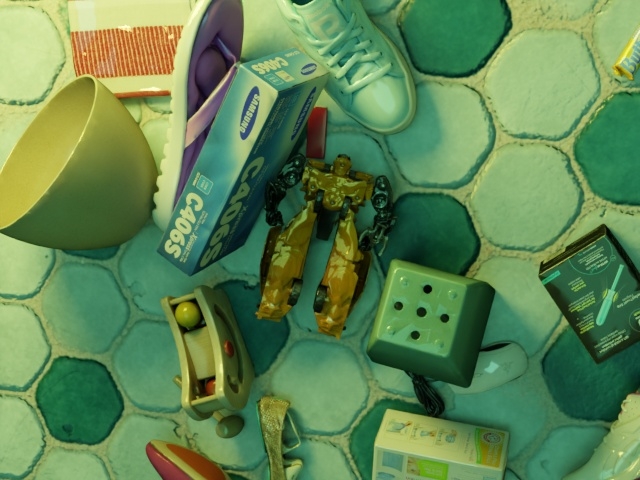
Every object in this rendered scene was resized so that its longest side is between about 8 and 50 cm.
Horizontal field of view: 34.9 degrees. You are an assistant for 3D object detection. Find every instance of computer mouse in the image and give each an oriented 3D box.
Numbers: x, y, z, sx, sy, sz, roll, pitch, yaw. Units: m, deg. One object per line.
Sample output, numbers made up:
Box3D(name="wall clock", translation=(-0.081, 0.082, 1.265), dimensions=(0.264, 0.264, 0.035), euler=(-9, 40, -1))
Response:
Box3D(name="computer mouse", translation=(0.234, 0.212, 1.622), dimensions=(0.193, 0.042, 0.106), euler=(-20, 93, 17))

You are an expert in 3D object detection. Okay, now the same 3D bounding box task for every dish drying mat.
Box3D(name="dish drying mat", translation=(-0.006, -0.173, 1.632), dimensions=(0.032, 0.008, 0.083), euler=(7, 103, 14))

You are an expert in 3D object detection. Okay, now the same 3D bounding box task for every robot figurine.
Box3D(name="robot figurine", translation=(0.000, 0.000, 1.611), dimensions=(0.211, 0.085, 0.291), euler=(15, 104, -2))

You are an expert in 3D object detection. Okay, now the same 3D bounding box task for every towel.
Box3D(name="towel", translation=(-0.307, -0.397, 1.656), dimensions=(0.237, 0.037, 0.329), euler=(0, 100, 16))

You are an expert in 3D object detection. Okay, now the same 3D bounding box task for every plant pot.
Box3D(name="plant pot", translation=(0.159, 0.117, 1.502), dimensions=(0.166, 0.234, 0.165), euler=(15, 84, 11))
Box3D(name="plant pot", translation=(-0.370, -0.094, 1.630), dimensions=(0.191, 0.284, 0.284), euler=(35, 111, -31))

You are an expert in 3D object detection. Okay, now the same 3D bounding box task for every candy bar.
Box3D(name="candy bar", translation=(0.478, -0.307, 1.475), dimensions=(0.040, 0.018, 0.161), euler=(31, 105, 8))

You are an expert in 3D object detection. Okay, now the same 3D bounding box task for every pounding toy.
Box3D(name="pounding toy", translation=(-0.209, 0.218, 1.681), dimensions=(0.155, 0.154, 0.269), euler=(-18, 95, 17))

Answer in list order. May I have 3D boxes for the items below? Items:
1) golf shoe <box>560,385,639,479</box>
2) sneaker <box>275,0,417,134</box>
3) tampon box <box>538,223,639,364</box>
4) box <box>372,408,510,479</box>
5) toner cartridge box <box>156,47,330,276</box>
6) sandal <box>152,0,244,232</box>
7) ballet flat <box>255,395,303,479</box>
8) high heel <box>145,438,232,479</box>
Box3D(name="golf shoe", translation=(0.489, 0.296, 1.550), dimensions=(0.306, 0.115, 0.140), euler=(-33, 69, 19))
Box3D(name="sneaker", translation=(0.013, -0.313, 1.527), dimensions=(0.135, 0.150, 0.366), euler=(-34, 90, 19))
Box3D(name="tampon box", translation=(0.419, 0.078, 1.517), dimensions=(0.120, 0.101, 0.161), euler=(-33, 91, 18))
Box3D(name="box", translation=(0.191, 0.358, 1.616), dimensions=(0.203, 0.103, 0.114), euler=(8, 117, 13))
Box3D(name="toner cartridge box", translation=(-0.120, -0.117, 1.547), dimensions=(0.075, 0.165, 0.348), euler=(36, 122, 12))
Box3D(name="sandal", translation=(-0.162, -0.193, 1.592), dimensions=(0.102, 0.169, 0.416), euler=(23, 117, 16))
Box3D(name="ballet flat", translation=(-0.064, 0.362, 1.717), dimensions=(0.067, 0.073, 0.206), euler=(-7, 102, 1))
Box3D(name="high heel", translation=(-0.185, 0.508, 1.736), dimensions=(0.377, 0.127, 0.181), euler=(40, 97, 1))
